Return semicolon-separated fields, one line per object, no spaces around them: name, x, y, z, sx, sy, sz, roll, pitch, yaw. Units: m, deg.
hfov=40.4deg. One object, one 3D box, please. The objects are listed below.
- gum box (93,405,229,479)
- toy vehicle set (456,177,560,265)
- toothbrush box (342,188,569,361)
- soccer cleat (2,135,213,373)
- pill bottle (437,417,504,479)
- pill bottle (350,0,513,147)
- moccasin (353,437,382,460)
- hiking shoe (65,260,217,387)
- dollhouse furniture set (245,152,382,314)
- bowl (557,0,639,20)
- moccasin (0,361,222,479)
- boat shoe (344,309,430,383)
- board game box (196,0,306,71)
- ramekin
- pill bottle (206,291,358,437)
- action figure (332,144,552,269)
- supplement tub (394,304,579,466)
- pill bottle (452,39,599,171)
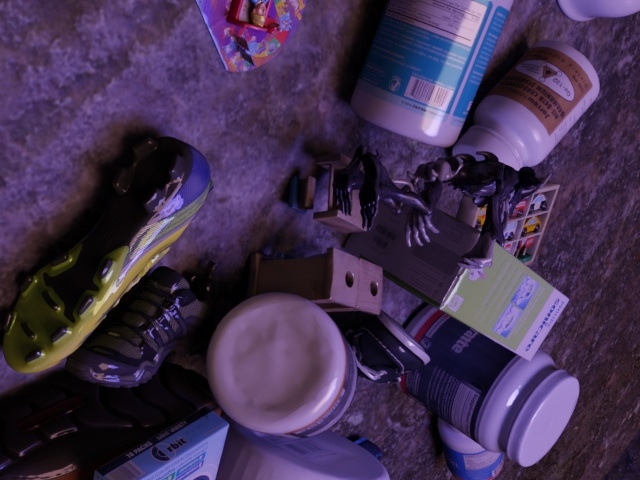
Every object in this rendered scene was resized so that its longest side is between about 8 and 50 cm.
gum box;-0.180;0.288;0.936;0.157;0.041;0.184;-23;138;-50
toy vehicle set;0.321;-0.015;1.551;0.267;0.035;0.166;-14;125;-45
toothbrush box;0.204;0.048;1.282;0.283;0.206;0.122;28;93;-47
soccer cleat;-0.210;0.025;0.901;0.289;0.093;0.121;-53;155;-5
pill bottle;0.300;0.385;1.738;0.124;0.124;0.221;-42;140;-22
pill bottle;0.146;-0.259;1.073;0.146;0.146;0.264;4;112;-51
moccasin;0.012;0.484;1.441;0.342;0.117;0.137;-48;153;-30
hiking shoe;-0.197;0.085;0.968;0.227;0.086;0.114;-22;122;-61
dollhouse furniture set;0.000;0.000;1.136;0.129;0.129;0.183;24;66;-54
bowl;0.504;-0.475;1.358;0.298;0.134;0.298;-30;136;-35
moccasin;-0.274;0.242;0.941;0.380;0.139;0.147;-24;138;-42
boat shoe;0.086;0.164;1.257;0.091;0.114;0.302;-43;169;-5
board game box;-0.062;-0.258;0.922;0.133;0.033;0.168;-44;142;-19
ramekin;-0.041;0.335;1.178;0.277;0.277;0.135;16;95;-53
pill bottle;-0.037;0.167;1.094;0.162;0.162;0.278;-53;166;-8
action figure;0.156;-0.044;1.069;0.276;0.164;0.141;3;98;-26
supplement tub;0.274;0.236;1.472;0.191;0.272;0.191;-30;135;-35
pill bottle;0.311;-0.188;1.334;0.229;0.131;0.131;-47;143;-16
